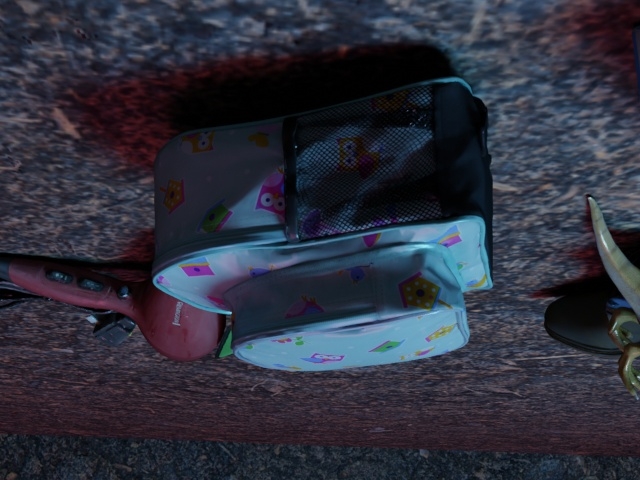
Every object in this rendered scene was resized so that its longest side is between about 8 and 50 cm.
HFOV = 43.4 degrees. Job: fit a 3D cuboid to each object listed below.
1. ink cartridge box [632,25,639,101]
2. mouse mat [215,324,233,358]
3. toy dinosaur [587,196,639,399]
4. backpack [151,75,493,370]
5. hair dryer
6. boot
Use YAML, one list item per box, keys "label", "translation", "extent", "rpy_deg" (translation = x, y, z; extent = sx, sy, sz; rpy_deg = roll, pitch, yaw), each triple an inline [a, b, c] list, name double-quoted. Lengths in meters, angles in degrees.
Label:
- label: "ink cartridge box"
  translation: [0.221, -0.031, 0.398]
  extent: [0.062, 0.104, 0.181]
  rpy_deg: [-14, 156, 38]
- label: "mouse mat"
  translation: [-0.006, 0.073, 0.771]
  extent: [0.190, 0.007, 0.152]
  rpy_deg: [-15, 165, -17]
- label: "toy dinosaur"
  translation: [0.258, 0.055, 0.608]
  extent: [0.211, 0.064, 0.112]
  rpy_deg: [38, 133, 4]
- label: "backpack"
  translation: [0.000, 0.000, 0.454]
  extent: [0.188, 0.144, 0.166]
  rpy_deg: [0, 166, 13]
- label: "hair dryer"
  translation: [-0.192, 0.061, 0.731]
  extent: [0.293, 0.080, 0.224]
  rpy_deg: [-15, 154, 38]
- label: "boot"
  translation: [0.270, 0.043, 0.698]
  extent: [0.106, 0.082, 0.219]
  rpy_deg: [43, 149, -27]
